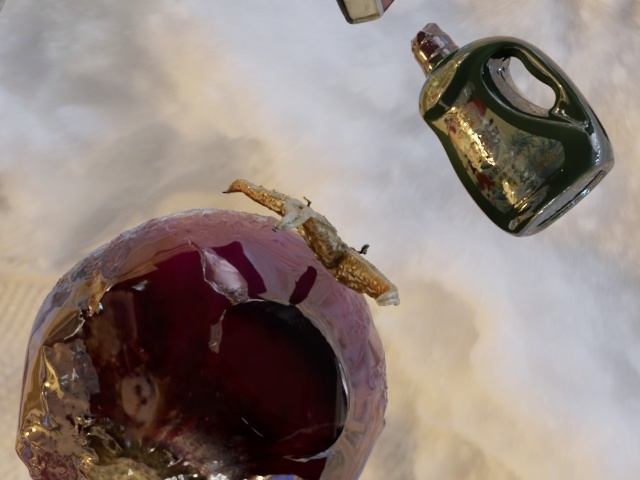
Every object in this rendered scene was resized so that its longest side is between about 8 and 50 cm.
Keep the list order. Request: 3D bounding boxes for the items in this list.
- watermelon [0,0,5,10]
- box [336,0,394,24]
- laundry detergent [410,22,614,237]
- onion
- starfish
[{"bbox_3d":[-0.365,-0.249,1.428,0.302,0.264,0.151,-44,68,20],"label":"watermelon"},{"bbox_3d":[0.047,-0.256,1.330,0.036,0.177,0.115,-5,120,30],"label":"box"},{"bbox_3d":[0.163,-0.121,1.586,0.144,0.078,0.221,-44,70,31],"label":"laundry detergent"},{"bbox_3d":[-0.114,0.127,1.847,0.399,0.420,0.398,1,115,3],"label":"onion"},{"bbox_3d":[0.000,-0.003,1.573,0.138,0.247,0.050,37,86,-18],"label":"starfish"}]
